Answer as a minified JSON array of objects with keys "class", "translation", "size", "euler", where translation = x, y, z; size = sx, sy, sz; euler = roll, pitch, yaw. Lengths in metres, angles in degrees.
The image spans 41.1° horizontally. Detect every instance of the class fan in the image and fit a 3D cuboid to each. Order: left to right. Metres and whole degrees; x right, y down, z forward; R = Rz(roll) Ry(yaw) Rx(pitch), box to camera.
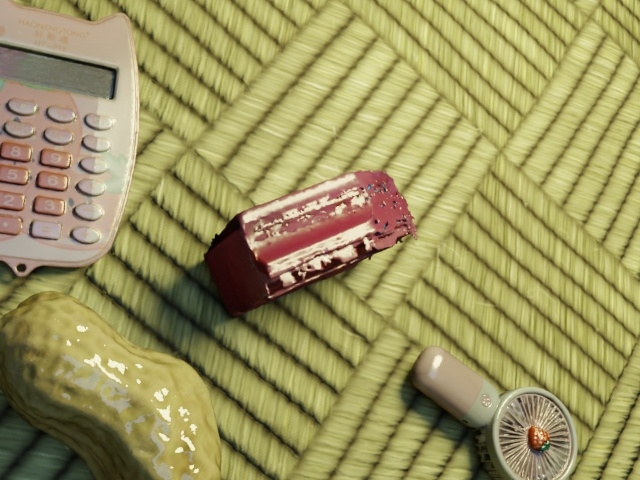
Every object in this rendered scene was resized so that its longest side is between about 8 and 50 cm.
[{"class":"fan","translation":[0.218,0.221,1.084],"size":[0.244,0.074,0.130],"euler":[36,64,-10]}]

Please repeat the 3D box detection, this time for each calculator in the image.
[{"class":"calculator","translation":[-0.319,-0.119,0.960],"size":[0.220,0.048,0.329],"euler":[10,73,-23]}]

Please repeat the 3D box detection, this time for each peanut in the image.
[{"class":"peanut","translation":[-0.204,0.170,0.874],"size":[0.291,0.143,0.159],"euler":[44,28,-1]}]

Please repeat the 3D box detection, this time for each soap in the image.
[{"class":"soap","translation":[0.000,0.000,1.007],"size":[0.250,0.162,0.099],"euler":[-21,78,-30]}]
